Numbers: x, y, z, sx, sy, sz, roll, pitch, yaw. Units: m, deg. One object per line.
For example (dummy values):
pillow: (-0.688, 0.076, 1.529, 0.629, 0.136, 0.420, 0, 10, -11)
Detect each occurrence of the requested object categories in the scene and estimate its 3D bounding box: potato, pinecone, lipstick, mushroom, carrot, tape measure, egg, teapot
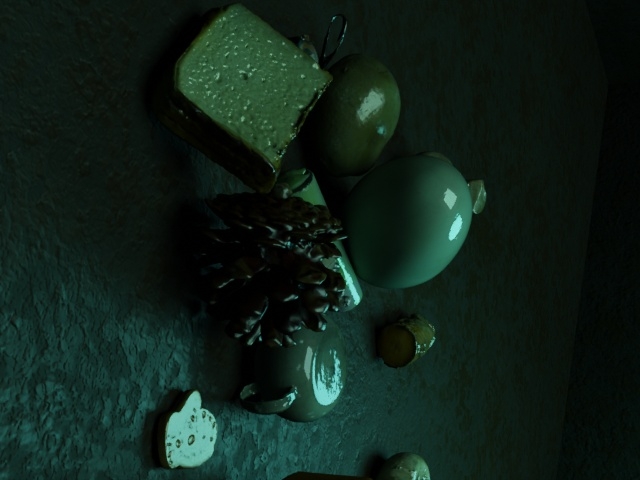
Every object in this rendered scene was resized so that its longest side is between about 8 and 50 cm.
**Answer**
potato: (0.061, -0.230, 1.993, 0.177, 0.160, 0.235, 13, 92, -25)
pinecone: (-0.070, 0.045, 1.624, 0.264, 0.264, 0.264, 5, 84, -63)
lipstick: (0.000, 0.000, 1.946, 0.304, 0.076, 0.076, 65, 35, -38)
mushroom: (0.180, 0.521, 2.222, 0.166, 0.127, 0.166, 25, 61, -56)
carrot: (0.200, 0.211, 2.335, 0.263, 0.101, 0.102, -7, 95, -69)
tape measure: (0.002, -0.323, 1.868, 0.104, 0.179, 0.107, 64, 33, -11)
egg: (0.157, -0.036, 1.996, 0.371, 0.229, 0.230, 129, -26, -64)
teapot: (-0.039, 0.208, 1.805, 0.294, 0.129, 0.193, -41, 125, -54)
mushroom: (0.263, -0.094, 2.336, 0.204, 0.204, 0.204, 5, 84, -63)

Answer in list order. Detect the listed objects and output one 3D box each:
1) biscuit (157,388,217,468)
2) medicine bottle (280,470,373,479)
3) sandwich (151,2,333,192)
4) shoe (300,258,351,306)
biscuit: (-0.198, 0.280, 1.594, 0.140, 0.023, 0.118, 25, 66, -60)
medicine bottle: (-0.027, 0.447, 1.704, 0.149, 0.222, 0.112, -41, 125, -57)
sandwich: (-0.119, -0.221, 1.613, 0.226, 0.087, 0.251, 37, 47, -14)
shoe: (-0.014, 0.064, 1.893, 0.180, 0.092, 0.089, 64, 36, -40)
